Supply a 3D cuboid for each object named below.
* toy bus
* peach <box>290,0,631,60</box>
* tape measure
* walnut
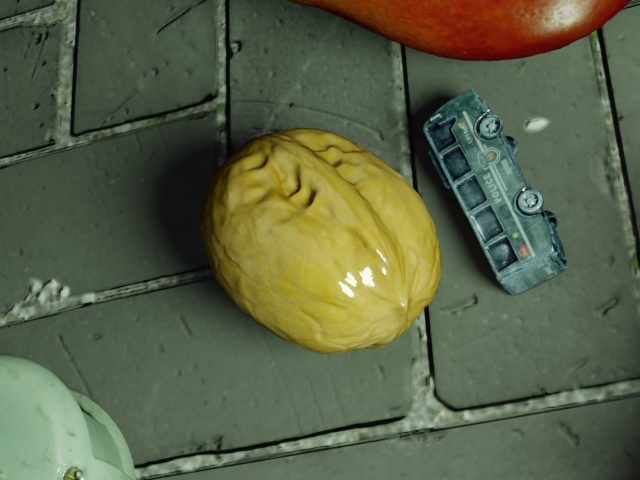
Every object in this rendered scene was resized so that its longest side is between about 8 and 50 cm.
[{"bbox_3d":[0.134,-0.039,1.015,0.065,0.047,0.166,-30,57,11],"label":"toy bus"},{"bbox_3d":[0.143,-0.257,0.993,0.361,0.258,0.201,-34,50,1],"label":"peach"},{"bbox_3d":[-0.269,0.200,1.021,0.246,0.125,0.243,12,70,29],"label":"tape measure"},{"bbox_3d":[0.000,0.000,0.992,0.159,0.159,0.206,-46,51,-4],"label":"walnut"}]
